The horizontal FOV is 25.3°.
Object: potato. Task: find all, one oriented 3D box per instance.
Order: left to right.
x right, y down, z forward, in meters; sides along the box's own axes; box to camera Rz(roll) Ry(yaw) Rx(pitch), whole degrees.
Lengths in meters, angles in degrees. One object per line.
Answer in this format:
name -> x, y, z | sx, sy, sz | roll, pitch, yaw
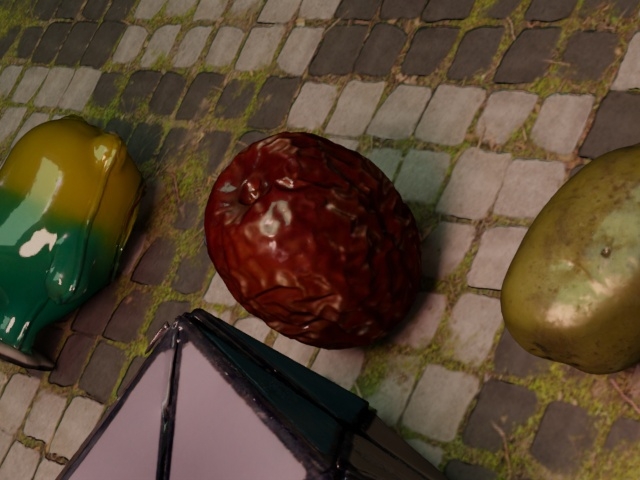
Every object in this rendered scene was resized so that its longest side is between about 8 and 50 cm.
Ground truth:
potato -> 0.278, 0.015, 1.302 | 0.197, 0.148, 0.228 | 6, 65, 62

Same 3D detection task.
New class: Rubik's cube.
Rubik's cube -> -0.052, 0.288, 1.317 | 0.310, 0.305, 0.307 | -52, 41, 4

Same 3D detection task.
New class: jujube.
jujube -> 0.000, 0.000, 1.536 | 0.213, 0.232, 0.213 | -27, 42, 27

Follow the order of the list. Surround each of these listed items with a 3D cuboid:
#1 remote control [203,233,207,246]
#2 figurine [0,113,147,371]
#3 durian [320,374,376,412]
remote control -> -0.088, -0.004, 1.793 | 0.152, 0.027, 0.043 | 1, 58, 44
figurine -> -0.379, -0.011, 1.941 | 0.323, 0.231, 0.340 | 20, 84, 56
durian -> -0.037, 0.190, 1.583 | 0.215, 0.086, 0.100 | 10, 37, 45
